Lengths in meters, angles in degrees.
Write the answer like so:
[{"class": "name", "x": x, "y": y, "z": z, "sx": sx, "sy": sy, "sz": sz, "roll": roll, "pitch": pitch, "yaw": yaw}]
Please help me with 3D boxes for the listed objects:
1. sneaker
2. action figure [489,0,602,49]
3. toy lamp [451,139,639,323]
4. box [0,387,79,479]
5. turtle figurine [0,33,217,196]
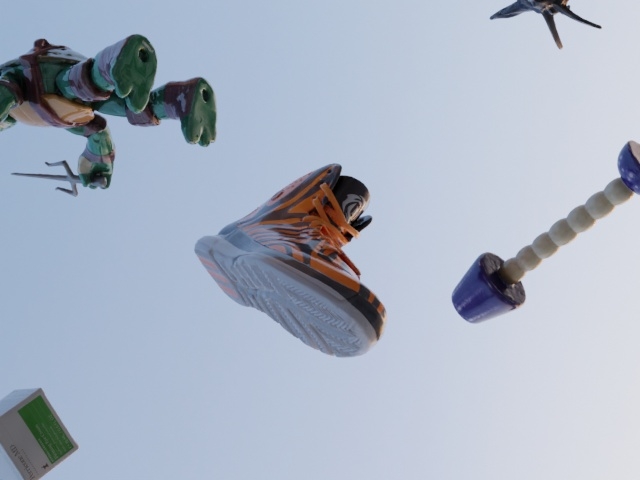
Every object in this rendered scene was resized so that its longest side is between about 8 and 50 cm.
[{"class": "sneaker", "x": 0.000, "y": 0.000, "z": 0.935, "sx": 0.180, "sy": 0.321, "sz": 0.124, "roll": -41, "pitch": -59, "yaw": -17}, {"class": "action figure", "x": 0.185, "y": -0.323, "z": 0.903, "sx": 0.141, "sy": 0.164, "sz": 0.275, "roll": -21, "pitch": -92, "yaw": -38}, {"class": "toy lamp", "x": 0.257, "y": 0.002, "z": 0.999, "sx": 0.080, "sy": 0.275, "sz": 0.080, "roll": 30, "pitch": -145, "yaw": -24}, {"class": "box", "x": -0.397, "y": 0.261, "z": 1.189, "sx": 0.087, "sy": 0.102, "sz": 0.101, "roll": -37, "pitch": -76, "yaw": -37}, {"class": "turtle figurine", "x": -0.207, "y": -0.098, "z": 0.701, "sx": 0.175, "sy": 0.234, "sz": 0.118, "roll": -5, "pitch": -91, "yaw": -60}]
